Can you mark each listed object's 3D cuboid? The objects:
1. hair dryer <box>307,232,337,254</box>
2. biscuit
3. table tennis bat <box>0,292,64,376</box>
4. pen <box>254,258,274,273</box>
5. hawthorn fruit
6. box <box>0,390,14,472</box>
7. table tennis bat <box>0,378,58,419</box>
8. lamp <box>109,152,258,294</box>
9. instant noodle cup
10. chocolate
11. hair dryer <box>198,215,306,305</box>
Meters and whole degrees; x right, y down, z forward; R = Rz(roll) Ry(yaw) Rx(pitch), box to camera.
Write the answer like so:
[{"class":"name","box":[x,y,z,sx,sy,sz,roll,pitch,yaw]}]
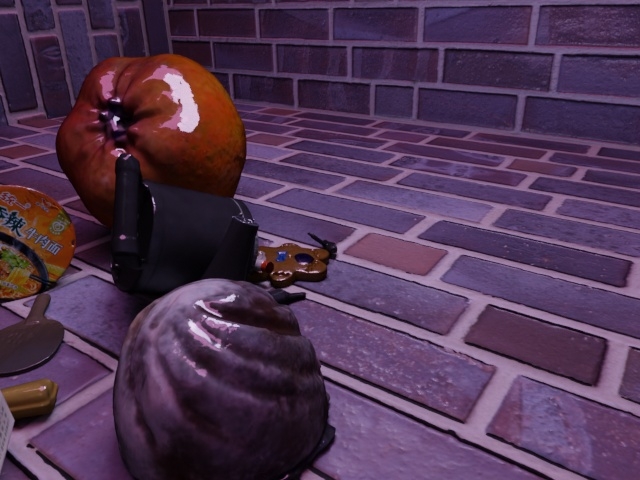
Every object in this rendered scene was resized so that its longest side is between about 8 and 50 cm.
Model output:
[{"class":"hair dryer","box":[0.000,0.000,1.222,0.083,0.031,0.079,37,2,-23]},{"class":"biscuit","box":[-0.099,0.049,1.155,0.236,0.039,0.180,-2,25,3]},{"class":"table tennis bat","box":[-0.521,0.164,0.933,0.131,0.022,0.234,-7,27,-11]},{"class":"pen","box":[-0.190,0.038,1.122,0.218,0.026,0.026,11,26,34]},{"class":"hawthorn fruit","box":[-0.387,-0.209,1.297,0.472,0.471,0.472,-1,24,0]},{"class":"box","box":[-0.446,0.286,0.550,0.164,0.069,0.256,-7,33,-13]},{"class":"table tennis bat","box":[-0.533,0.249,0.715,0.321,0.050,0.198,-11,28,-13]},{"class":"lamp","box":[-0.249,-0.001,0.980,0.272,0.205,0.374,2,-17,-22]},{"class":"instant noodle cup","box":[-0.656,-0.010,1.099,0.230,0.230,0.182,-16,20,-31]},{"class":"chocolate","box":[-0.133,0.157,0.699,0.303,0.213,0.303,-2,25,1]},{"class":"hair dryer","box":[-0.112,0.077,0.948,0.091,0.235,0.272,26,9,32]}]
